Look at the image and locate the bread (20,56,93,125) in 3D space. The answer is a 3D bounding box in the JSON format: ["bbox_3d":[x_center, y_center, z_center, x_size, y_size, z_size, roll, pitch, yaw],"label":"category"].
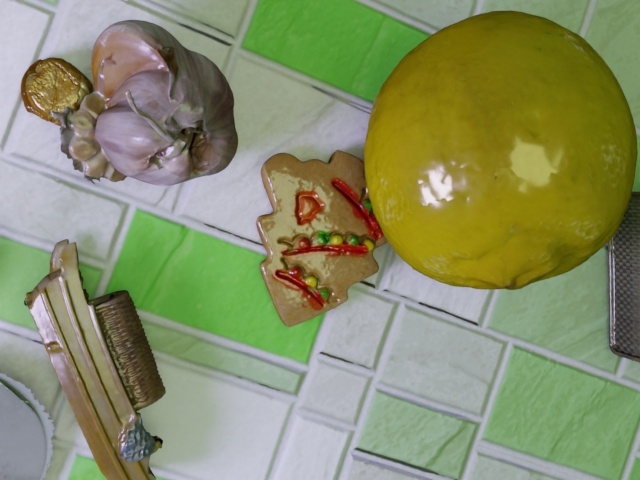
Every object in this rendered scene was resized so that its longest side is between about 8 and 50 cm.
[{"bbox_3d":[-0.313,-0.177,1.114,0.083,0.046,0.081,-1,87,-15],"label":"bread"}]

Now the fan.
[{"bbox_3d":[-0.414,0.168,1.063,0.233,0.012,0.414,5,105,-20],"label":"fan"}]

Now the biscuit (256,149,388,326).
[{"bbox_3d":[0.000,0.000,1.216,0.212,0.041,0.238,22,85,-18],"label":"biscuit"}]

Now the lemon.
[{"bbox_3d":[0.211,-0.105,1.128,0.348,0.348,0.347,-1,92,-17],"label":"lemon"}]

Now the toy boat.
[{"bbox_3d":[-0.256,0.147,1.119,0.115,0.089,0.310,-24,98,-17],"label":"toy boat"}]

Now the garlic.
[{"bbox_3d":[-0.213,-0.132,1.058,0.207,0.256,0.207,4,106,13],"label":"garlic"}]

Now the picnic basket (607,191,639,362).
[{"bbox_3d":[0.503,0.051,1.302,0.139,0.165,0.266,-3,93,-17],"label":"picnic basket"}]
